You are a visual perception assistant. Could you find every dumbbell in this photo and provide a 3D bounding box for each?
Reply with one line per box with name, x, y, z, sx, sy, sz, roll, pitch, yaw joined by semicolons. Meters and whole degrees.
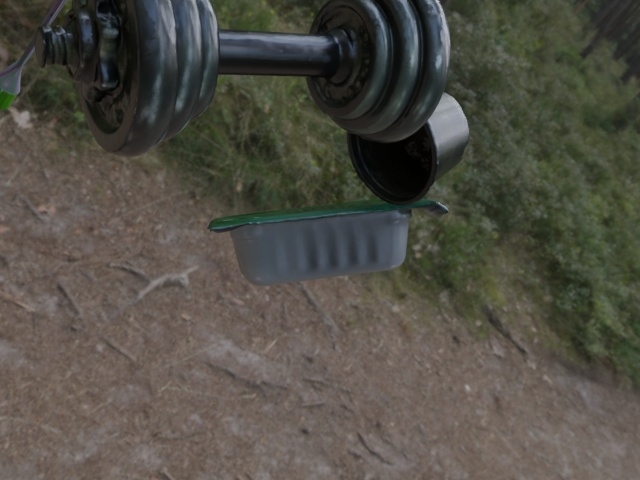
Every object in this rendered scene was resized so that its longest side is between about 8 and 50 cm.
dumbbell;-0.048;-0.172;0.614;0.406;0.179;0.179;-8;50;-35

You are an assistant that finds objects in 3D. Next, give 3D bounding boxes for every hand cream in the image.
hand cream;-0.529;-0.366;1.224;0.079;0.275;0.050;46;14;29

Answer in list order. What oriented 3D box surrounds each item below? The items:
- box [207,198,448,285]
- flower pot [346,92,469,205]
box;0.000;0.000;1.028;0.336;0.106;0.264;-8;5;-7
flower pot;0.127;-0.138;0.901;0.106;0.157;0.157;-25;65;-35
